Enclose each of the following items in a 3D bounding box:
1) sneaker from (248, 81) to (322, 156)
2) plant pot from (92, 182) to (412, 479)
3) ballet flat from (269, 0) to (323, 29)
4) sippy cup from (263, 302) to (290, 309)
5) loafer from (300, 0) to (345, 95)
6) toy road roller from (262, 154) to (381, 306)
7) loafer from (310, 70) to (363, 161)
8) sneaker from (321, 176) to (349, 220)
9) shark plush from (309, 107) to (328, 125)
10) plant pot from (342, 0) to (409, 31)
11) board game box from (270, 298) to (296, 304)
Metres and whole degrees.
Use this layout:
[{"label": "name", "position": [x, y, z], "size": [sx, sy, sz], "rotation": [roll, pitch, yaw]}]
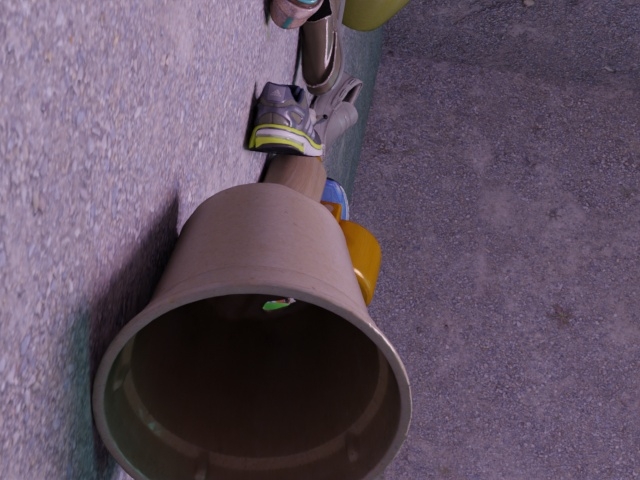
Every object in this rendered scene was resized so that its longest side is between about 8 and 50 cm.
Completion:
[{"label": "sneaker", "position": [-0.052, -0.210, 1.660], "size": [0.300, 0.111, 0.121], "rotation": [-45, 141, -84]}, {"label": "plant pot", "position": [-0.074, 0.097, 1.112], "size": [0.305, 0.334, 0.333], "rotation": [-93, -173, -56]}, {"label": "ballet flat", "position": [-0.024, -0.479, 1.588], "size": [0.106, 0.108, 0.315], "rotation": [-51, -164, 57]}, {"label": "sippy cup", "position": [-0.071, 0.250, 1.486], "size": [0.305, 0.240, 0.224], "rotation": [99, -1, -57]}, {"label": "loafer", "position": [-0.007, -0.418, 1.908], "size": [0.087, 0.094, 0.251], "rotation": [12, 78, -60]}, {"label": "toy road roller", "position": [0.000, 0.000, 1.833], "size": [0.202, 0.241, 0.329], "rotation": [-75, 172, -46]}, {"label": "loafer", "position": [0.034, -0.306, 2.300], "size": [0.112, 0.112, 0.319], "rotation": [93, 8, -49]}, {"label": "sneaker", "position": [-0.006, 0.005, 2.373], "size": [0.147, 0.130, 0.329], "rotation": [-60, 159, -81]}, {"label": "shark plush", "position": [-0.044, -0.256, 2.066], "size": [0.067, 0.073, 0.161], "rotation": [-60, -167, -6]}, {"label": "plant pot", "position": [0.129, -0.620, 2.131], "size": [0.293, 0.275, 0.274], "rotation": [118, -11, -53]}, {"label": "board game box", "position": [-0.096, 0.157, 1.693], "size": [0.030, 0.136, 0.259], "rotation": [95, 7, -70]}]
